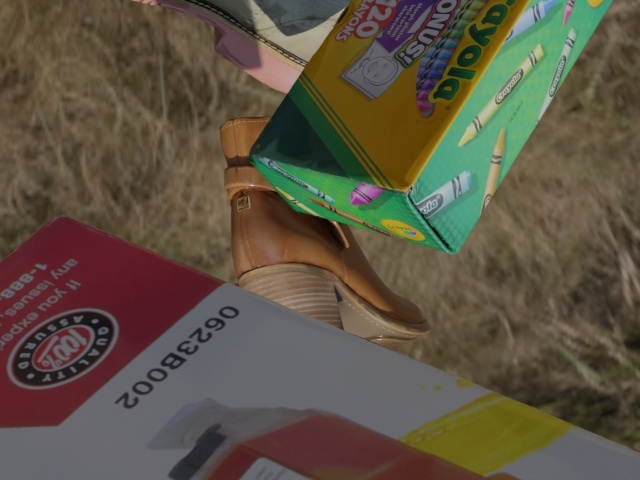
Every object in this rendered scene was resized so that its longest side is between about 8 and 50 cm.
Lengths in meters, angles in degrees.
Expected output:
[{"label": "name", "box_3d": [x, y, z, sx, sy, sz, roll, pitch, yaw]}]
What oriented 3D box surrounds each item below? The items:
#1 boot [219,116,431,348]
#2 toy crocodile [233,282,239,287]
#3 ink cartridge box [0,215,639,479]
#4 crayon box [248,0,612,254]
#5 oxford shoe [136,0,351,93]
[{"label": "boot", "box_3d": [0.000, 0.000, 1.486, 0.109, 0.220, 0.283, -21, 167, 31]}, {"label": "toy crocodile", "box_3d": [-0.095, 0.108, 1.855, 0.115, 0.340, 0.105, -11, 113, 29]}, {"label": "ink cartridge box", "box_3d": [-0.024, 0.176, 0.503, 0.279, 0.384, 0.160, -44, 138, -33]}, {"label": "crayon box", "box_3d": [0.091, -0.135, 1.191, 0.278, 0.165, 0.081, -57, 134, -17]}, {"label": "oxford shoe", "box_3d": [-0.101, -0.268, 1.313, 0.146, 0.140, 0.397, -36, 137, 30]}]
